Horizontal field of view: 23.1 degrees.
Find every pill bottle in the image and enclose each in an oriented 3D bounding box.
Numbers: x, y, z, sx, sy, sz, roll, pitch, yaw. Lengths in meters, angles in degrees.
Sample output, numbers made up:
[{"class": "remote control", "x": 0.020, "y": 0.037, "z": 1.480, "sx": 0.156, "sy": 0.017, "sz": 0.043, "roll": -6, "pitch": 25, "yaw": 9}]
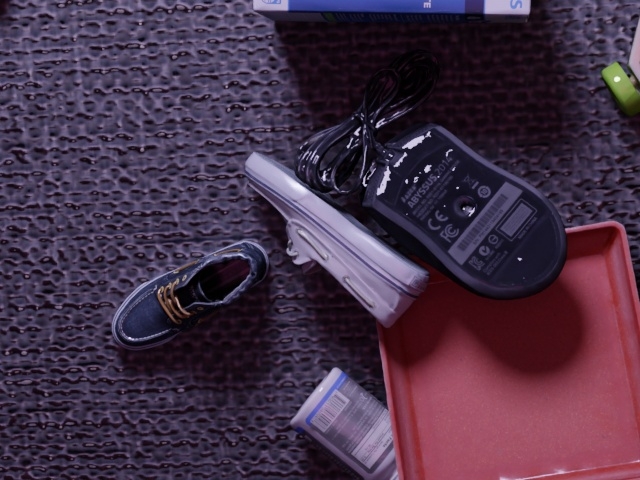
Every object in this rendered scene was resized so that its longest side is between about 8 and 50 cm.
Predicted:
[{"class": "pill bottle", "x": 0.044, "y": 0.199, "z": 1.585, "sx": 0.137, "sy": 0.078, "sz": 0.078, "roll": 39, "pitch": 98, "yaw": 1}]

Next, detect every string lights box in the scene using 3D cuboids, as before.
[{"class": "string lights box", "x": 0.073, "y": -0.250, "z": 1.515, "sx": 0.259, "sy": 0.133, "sz": 0.077, "roll": 1, "pitch": 94, "yaw": 6}]

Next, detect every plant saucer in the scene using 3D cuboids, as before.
[{"class": "plant saucer", "x": 0.193, "y": 0.128, "z": 1.546, "sx": 0.259, "sy": 0.048, "sz": 0.259, "roll": -10, "pitch": 73, "yaw": 6}]

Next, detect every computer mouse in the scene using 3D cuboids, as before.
[{"class": "computer mouse", "x": 0.126, "y": -0.043, "z": 1.539, "sx": 0.272, "sy": 0.072, "sz": 0.188, "roll": 43, "pitch": 78, "yaw": 15}]

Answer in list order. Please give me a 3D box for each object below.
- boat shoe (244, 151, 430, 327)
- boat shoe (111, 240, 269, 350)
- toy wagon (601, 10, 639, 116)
[{"class": "boat shoe", "x": 0.000, "y": 0.000, "z": 1.552, "sx": 0.226, "sy": 0.083, "sz": 0.076, "roll": 38, "pitch": 98, "yaw": 21}, {"class": "boat shoe", "x": -0.140, "y": 0.057, "z": 1.590, "sx": 0.183, "sy": 0.083, "sz": 0.065, "roll": -31, "pitch": 91, "yaw": 8}, {"class": "toy wagon", "x": 0.408, "y": -0.195, "z": 1.516, "sx": 0.267, "sy": 0.068, "sz": 0.344, "roll": -32, "pitch": 91, "yaw": 8}]
